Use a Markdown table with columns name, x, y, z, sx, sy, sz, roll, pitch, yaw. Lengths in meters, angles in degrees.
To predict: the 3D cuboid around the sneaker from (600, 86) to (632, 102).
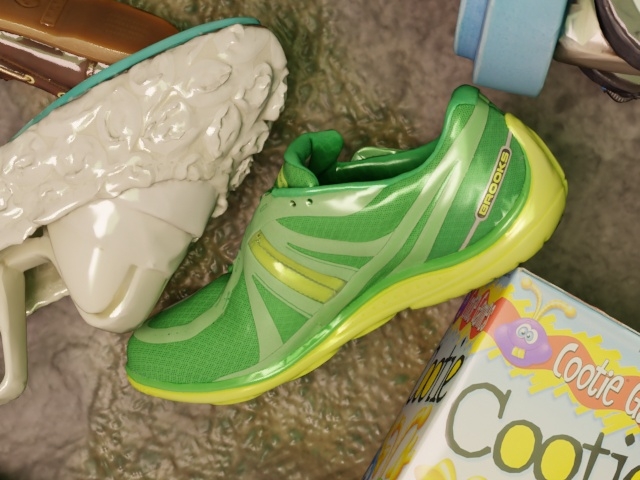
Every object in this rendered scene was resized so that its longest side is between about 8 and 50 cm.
| name | x | y | z | sx | sy | sz | roll | pitch | yaw |
| --- | --- | --- | --- | --- | --- | --- | --- | --- | --- |
| sneaker | 0.270 | -0.117 | 0.968 | 0.188 | 0.067 | 0.078 | -13 | 86 | -4 |

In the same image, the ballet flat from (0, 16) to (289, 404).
| name | x | y | z | sx | sy | sz | roll | pitch | yaw |
| --- | --- | --- | --- | --- | --- | --- | --- | --- | --- |
| ballet flat | -0.178 | 0.023 | 0.922 | 0.409 | 0.147 | 0.147 | -29 | 93 | 8 |

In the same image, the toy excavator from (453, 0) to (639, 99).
| name | x | y | z | sx | sy | sz | roll | pitch | yaw |
| --- | --- | --- | --- | --- | --- | --- | --- | --- | --- |
| toy excavator | 0.054 | -0.310 | 0.820 | 0.445 | 0.222 | 0.433 | 12 | 94 | 3 |

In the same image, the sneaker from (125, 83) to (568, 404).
| name | x | y | z | sx | sy | sz | roll | pitch | yaw |
| --- | --- | --- | --- | --- | --- | --- | --- | --- | --- |
| sneaker | 0.000 | 0.000 | 0.916 | 0.295 | 0.109 | 0.123 | -29 | 104 | 21 |

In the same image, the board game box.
| name | x | y | z | sx | sy | sz | roll | pitch | yaw |
| --- | --- | --- | --- | --- | --- | --- | --- | --- | --- |
| board game box | 0.102 | 0.164 | 0.938 | 0.142 | 0.144 | 0.275 | 30 | 91 | -2 |

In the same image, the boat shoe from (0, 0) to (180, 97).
| name | x | y | z | sx | sy | sz | roll | pitch | yaw |
| --- | --- | --- | --- | --- | --- | --- | --- | --- | --- |
| boat shoe | -0.188 | -0.127 | 0.956 | 0.207 | 0.073 | 0.073 | 24 | 132 | 4 |
